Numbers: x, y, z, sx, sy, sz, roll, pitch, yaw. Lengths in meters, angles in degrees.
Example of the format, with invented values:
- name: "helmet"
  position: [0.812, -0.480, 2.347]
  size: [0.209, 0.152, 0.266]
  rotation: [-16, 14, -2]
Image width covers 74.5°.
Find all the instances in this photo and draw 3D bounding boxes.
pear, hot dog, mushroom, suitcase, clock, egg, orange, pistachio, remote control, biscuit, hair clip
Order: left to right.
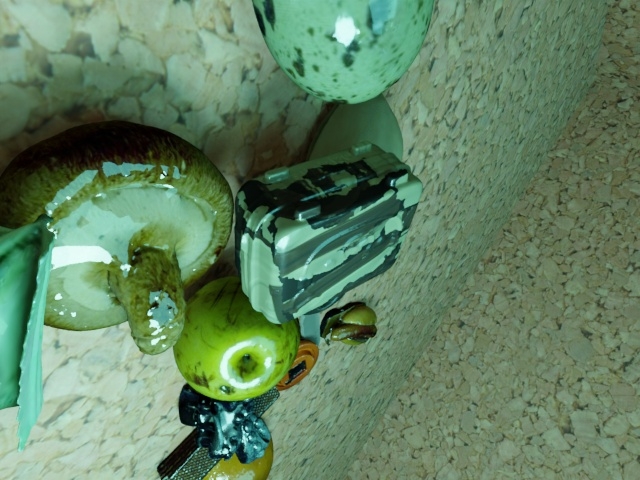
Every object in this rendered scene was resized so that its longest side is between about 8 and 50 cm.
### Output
- name: "mushroom"
  position: [-0.298, -0.017, 0.626]
  size: [0.345, 0.239, 0.345]
  rotation: [11, 90, -72]
- name: "biscuit"
  position: [-0.287, 0.548, 1.215]
  size: [0.388, 0.073, 0.107]
  rotation: [-43, 130, -23]
- name: "hair clip"
  position: [-0.226, 0.422, 1.069]
  size: [0.206, 0.195, 0.310]
  rotation: [-5, 102, -43]
- name: "orange"
  position: [-0.286, 0.720, 1.368]
  size: [0.310, 0.274, 0.274]
  rotation: [-62, 172, -71]
- name: "pear"
  position: [-0.172, 0.209, 0.904]
  size: [0.284, 0.284, 0.283]
  rotation: [-34, 141, -33]
- name: "clock"
  position: [-0.088, 0.417, 1.393]
  size: [0.205, 0.051, 0.205]
  rotation: [-28, 137, -29]
- name: "remote control"
  position: [-0.035, 0.304, 1.418]
  size: [0.077, 0.022, 0.245]
  rotation: [-37, 143, -33]
- name: "suitcase"
  position: [0.000, 0.000, 0.810]
  size: [0.352, 0.194, 0.339]
  rotation: [-23, 143, -29]
- name: "egg"
  position: [0.031, -0.401, 0.654]
  size: [0.287, 0.288, 0.379]
  rotation: [-46, 146, -20]
- name: "hot dog"
  position: [0.127, 0.337, 1.588]
  size: [0.326, 0.107, 0.194]
  rotation: [-10, 125, -50]
- name: "pistachio"
  position: [0.083, -0.196, 1.002]
  size: [0.226, 0.208, 0.331]
  rotation: [14, 103, -11]

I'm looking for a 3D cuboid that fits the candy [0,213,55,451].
- name: "candy"
  position: [-0.476, 0.077, 0.399]
  size: [0.398, 0.172, 0.262]
  rotation: [6, 112, -22]
